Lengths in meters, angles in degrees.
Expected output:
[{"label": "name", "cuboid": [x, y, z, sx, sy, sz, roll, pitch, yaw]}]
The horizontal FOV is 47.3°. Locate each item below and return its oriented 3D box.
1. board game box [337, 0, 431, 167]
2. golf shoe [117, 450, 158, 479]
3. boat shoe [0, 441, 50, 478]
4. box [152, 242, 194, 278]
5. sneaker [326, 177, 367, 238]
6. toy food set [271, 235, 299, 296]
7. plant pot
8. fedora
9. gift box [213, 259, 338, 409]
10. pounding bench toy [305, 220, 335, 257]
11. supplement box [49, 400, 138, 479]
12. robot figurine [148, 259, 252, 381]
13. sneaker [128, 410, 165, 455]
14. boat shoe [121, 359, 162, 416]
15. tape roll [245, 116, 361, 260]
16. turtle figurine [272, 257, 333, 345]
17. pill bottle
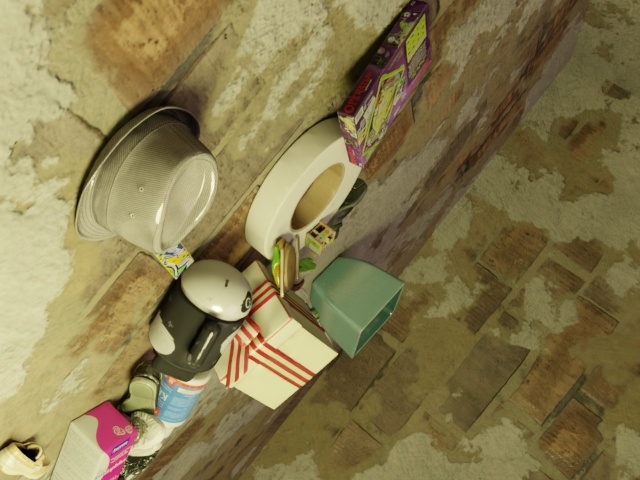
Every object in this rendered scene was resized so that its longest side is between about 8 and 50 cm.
[{"label": "board game box", "cuboid": [0.155, -0.360, 1.689, 0.347, 0.056, 0.208, -58, 154, -18]}, {"label": "golf shoe", "cuboid": [-0.536, 0.629, 2.026, 0.198, 0.077, 0.094, -39, 174, -26]}, {"label": "boat shoe", "cuboid": [-0.584, 0.436, 1.469, 0.059, 0.063, 0.170, -44, 162, -6]}, {"label": "box", "cuboid": [-0.293, 0.013, 1.372, 0.054, 0.059, 0.169, -47, 163, -13]}, {"label": "sneaker", "cuboid": [0.041, -0.080, 2.056, 0.227, 0.087, 0.130, -47, 165, -6]}, {"label": "toy food set", "cuboid": [-0.087, 0.059, 1.745, 0.192, 0.038, 0.132, -39, 131, -77]}, {"label": "plant pot", "cuboid": [0.103, 0.204, 2.523, 0.248, 0.252, 0.247, -45, 163, -26]}, {"label": "fedora", "cuboid": [-0.256, -0.076, 1.168, 0.275, 0.124, 0.244, -59, 162, 23]}, {"label": "gift box", "cuboid": [-0.154, 0.243, 1.761, 0.276, 0.255, 0.258, -44, 135, 1]}, {"label": "pounding bench toy", "cuboid": [0.000, 0.000, 1.908, 0.065, 0.052, 0.083, -44, 162, -28]}, {"label": "supplement box", "cuboid": [-0.522, 0.495, 1.681, 0.111, 0.114, 0.220, -27, 149, -54]}, {"label": "robot figurine", "cuboid": [-0.262, 0.174, 1.592, 0.173, 0.209, 0.278, 6, 122, -56]}, {"label": "sneaker", "cuboid": [-0.422, 0.472, 1.767, 0.115, 0.090, 0.232, 22, 149, -35]}, {"label": "boat shoe", "cuboid": [-0.418, 0.359, 1.734, 0.228, 0.081, 0.068, 120, -13, -50]}, {"label": "tape roll", "cuboid": [-0.030, -0.122, 1.791, 0.392, 0.072, 0.392, -47, 164, -18]}, {"label": "turtle figurine", "cuboid": [-0.065, 0.128, 2.019, 0.198, 0.275, 0.266, -87, -168, -50]}, {"label": "pill bottle", "cuboid": [-0.374, 0.391, 1.842, 0.221, 0.124, 0.124, -60, 162, 22]}]
